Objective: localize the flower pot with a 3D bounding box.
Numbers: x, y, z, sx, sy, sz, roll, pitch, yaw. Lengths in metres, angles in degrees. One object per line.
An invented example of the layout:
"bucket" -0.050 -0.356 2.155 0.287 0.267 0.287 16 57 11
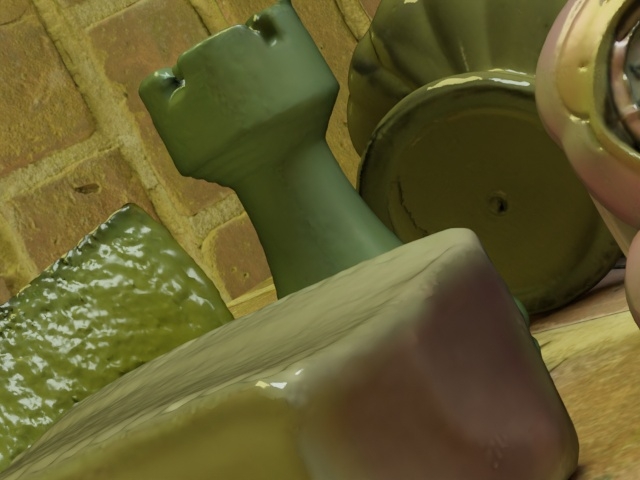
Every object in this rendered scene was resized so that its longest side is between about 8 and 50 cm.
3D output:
"flower pot" 0.161 -0.086 1.203 0.307 0.307 0.244 -27 22 30

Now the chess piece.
"chess piece" 0.000 0.000 0.976 0.194 0.299 0.194 -29 4 2

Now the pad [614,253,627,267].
"pad" 0.308 -0.021 1.212 0.176 0.002 0.266 -31 4 -12

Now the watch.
"watch" 0.230 -0.037 0.790 0.210 0.248 0.217 -31 -23 1

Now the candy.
"candy" -0.059 0.139 0.770 0.358 0.145 0.208 -28 5 35

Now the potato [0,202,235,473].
"potato" -0.208 0.190 1.101 0.330 0.213 0.280 -43 -7 -34
